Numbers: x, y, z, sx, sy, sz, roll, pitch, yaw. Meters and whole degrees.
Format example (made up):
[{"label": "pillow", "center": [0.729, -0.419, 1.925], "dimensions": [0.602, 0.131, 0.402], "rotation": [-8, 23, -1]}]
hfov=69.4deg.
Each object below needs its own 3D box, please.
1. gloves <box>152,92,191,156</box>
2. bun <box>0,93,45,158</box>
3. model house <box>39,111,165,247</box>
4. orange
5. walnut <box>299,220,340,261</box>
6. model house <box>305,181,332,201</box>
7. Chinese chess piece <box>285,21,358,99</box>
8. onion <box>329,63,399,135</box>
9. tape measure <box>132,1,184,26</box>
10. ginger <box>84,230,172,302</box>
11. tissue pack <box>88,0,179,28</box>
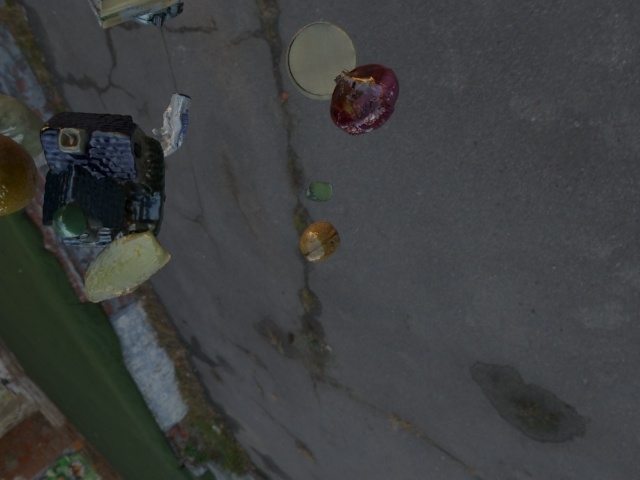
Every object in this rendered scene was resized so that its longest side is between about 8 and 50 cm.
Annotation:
[{"label": "gloves", "center": [-0.494, -0.385, 1.555], "dimensions": [0.119, 0.229, 0.097], "rotation": [17, 171, 45]}, {"label": "bun", "center": [-0.986, -0.334, 1.411], "dimensions": [0.273, 0.168, 0.273], "rotation": [-3, 153, -1]}, {"label": "model house", "center": [-0.511, -0.138, 1.064], "dimensions": [0.284, 0.243, 0.298], "rotation": [125, 146, -81]}, {"label": "orange", "center": [-0.822, -0.161, 1.121], "dimensions": [0.236, 0.236, 0.236], "rotation": [26, 138, 26]}, {"label": "walnut", "center": [0.000, 0.000, 1.773], "dimensions": [0.144, 0.180, 0.144], "rotation": [23, 128, 33]}, {"label": "model house", "center": [-0.015, -0.162, 1.527], "dimensions": [0.083, 0.079, 0.066], "rotation": [11, 101, 53]}, {"label": "Chinese chess piece", "center": [0.006, -0.608, 1.571], "dimensions": [0.250, 0.103, 0.249], "rotation": [1, 105, 3]}, {"label": "onion", "center": [0.113, -0.427, 1.343], "dimensions": [0.230, 0.230, 0.163], "rotation": [10, 158, 40]}, {"label": "tape measure", "center": [-0.587, -0.764, 1.374], "dimensions": [0.330, 0.164, 0.084], "rotation": [33, 141, -5]}, {"label": "ginger", "center": [-0.441, 0.058, 1.041], "dimensions": [0.115, 0.193, 0.122], "rotation": [56, 165, -7]}, {"label": "tissue pack", "center": [-0.492, -0.660, 1.164], "dimensions": [0.186, 0.222, 0.090], "rotation": [63, 162, -11]}]
